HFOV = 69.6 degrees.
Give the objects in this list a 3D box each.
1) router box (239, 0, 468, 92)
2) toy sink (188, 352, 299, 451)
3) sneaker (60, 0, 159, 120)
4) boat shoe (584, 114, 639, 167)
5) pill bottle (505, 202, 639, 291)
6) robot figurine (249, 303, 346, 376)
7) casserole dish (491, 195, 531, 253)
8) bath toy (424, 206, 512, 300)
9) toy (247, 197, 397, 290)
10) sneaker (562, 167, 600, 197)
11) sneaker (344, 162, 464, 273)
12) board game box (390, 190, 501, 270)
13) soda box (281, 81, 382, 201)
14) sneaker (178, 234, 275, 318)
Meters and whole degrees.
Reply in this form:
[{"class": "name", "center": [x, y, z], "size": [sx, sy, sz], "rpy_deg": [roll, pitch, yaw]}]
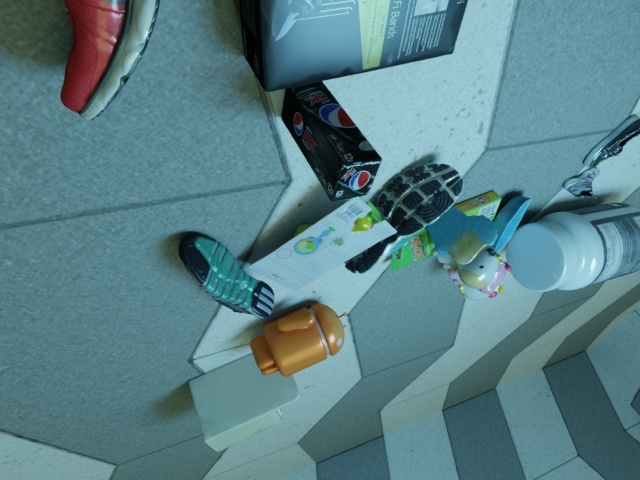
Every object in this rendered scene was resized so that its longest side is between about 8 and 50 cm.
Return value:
[{"class": "router box", "center": [0.043, -0.312, 0.429], "size": [0.243, 0.081, 0.308], "rpy_deg": [-17, 144, -16]}, {"class": "toy sink", "center": [-0.174, 0.381, 1.121], "size": [0.234, 0.152, 0.131], "rpy_deg": [-23, 146, -10]}, {"class": "sneaker", "center": [-0.188, -0.236, 0.376], "size": [0.119, 0.107, 0.279], "rpy_deg": [14, 124, -26]}, {"class": "boat shoe", "center": [0.657, -0.213, 1.030], "size": [0.049, 0.040, 0.142], "rpy_deg": [6, 133, -40]}, {"class": "pill bottle", "center": [0.676, 0.017, 1.200], "size": [0.362, 0.204, 0.204], "rpy_deg": [-8, 141, -26]}, {"class": "robot figurine", "center": [-0.042, 0.218, 1.022], "size": [0.220, 0.128, 0.157], "rpy_deg": [-22, 107, -10]}, {"class": "casserole dish", "center": [0.433, -0.032, 1.086], "size": [0.114, 0.037, 0.188], "rpy_deg": [-39, 151, -26]}, {"class": "bath toy", "center": [0.334, 0.049, 0.984], "size": [0.129, 0.151, 0.348], "rpy_deg": [-22, 151, 18]}, {"class": "toy", "center": [0.000, 0.000, 0.821], "size": [0.237, 0.056, 0.137], "rpy_deg": [-29, 141, 24]}, {"class": "sneaker", "center": [0.642, -0.129, 1.103], "size": [0.098, 0.069, 0.038], "rpy_deg": [-27, 146, -2]}, {"class": "sneaker", "center": [0.149, -0.043, 0.869], "size": [0.275, 0.107, 0.110], "rpy_deg": [-41, 164, 26]}, {"class": "board game box", "center": [0.267, -0.018, 1.014], "size": [0.260, 0.039, 0.124], "rpy_deg": [-23, 145, -13]}, {"class": "soda box", "center": [0.008, -0.128, 0.567], "size": [0.053, 0.168, 0.060], "rpy_deg": [-12, 143, -25]}, {"class": "sneaker", "center": [-0.178, 0.073, 0.787], "size": [0.098, 0.083, 0.223], "rpy_deg": [-8, 140, 33]}]
